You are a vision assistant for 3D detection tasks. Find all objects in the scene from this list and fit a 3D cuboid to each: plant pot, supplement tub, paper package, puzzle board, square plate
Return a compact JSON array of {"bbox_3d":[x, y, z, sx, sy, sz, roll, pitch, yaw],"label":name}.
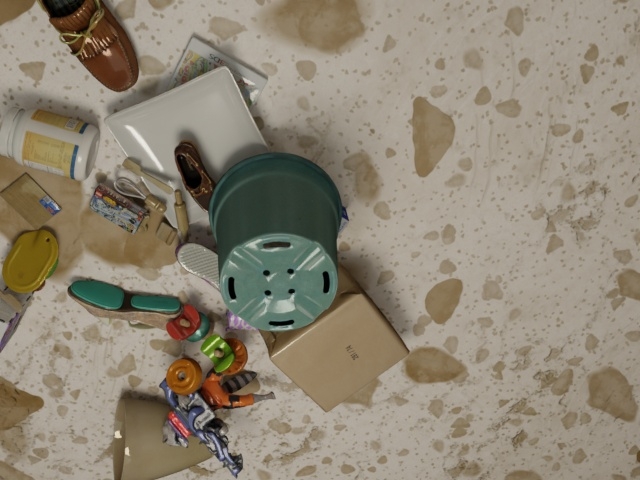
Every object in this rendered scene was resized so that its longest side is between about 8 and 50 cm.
[{"bbox_3d":[-0.099,0.013,1.457,0.342,0.334,0.340,-3,119,-5],"label":"plant pot"},{"bbox_3d":[-0.472,0.606,1.900,0.274,0.256,0.256,5,116,-25],"label":"plant pot"},{"bbox_3d":[-0.654,-0.237,1.520,0.200,0.144,0.144,16,113,-11],"label":"supplement tub"},{"bbox_3d":[0.034,0.274,1.743,0.310,0.168,0.324,-37,128,1],"label":"paper package"},{"bbox_3d":[-0.762,-0.102,1.650,0.096,0.011,0.128,-35,114,10],"label":"puzzle board"},{"bbox_3d":[-0.305,-0.227,1.579,0.344,0.049,0.347,-20,120,13],"label":"square plate"}]

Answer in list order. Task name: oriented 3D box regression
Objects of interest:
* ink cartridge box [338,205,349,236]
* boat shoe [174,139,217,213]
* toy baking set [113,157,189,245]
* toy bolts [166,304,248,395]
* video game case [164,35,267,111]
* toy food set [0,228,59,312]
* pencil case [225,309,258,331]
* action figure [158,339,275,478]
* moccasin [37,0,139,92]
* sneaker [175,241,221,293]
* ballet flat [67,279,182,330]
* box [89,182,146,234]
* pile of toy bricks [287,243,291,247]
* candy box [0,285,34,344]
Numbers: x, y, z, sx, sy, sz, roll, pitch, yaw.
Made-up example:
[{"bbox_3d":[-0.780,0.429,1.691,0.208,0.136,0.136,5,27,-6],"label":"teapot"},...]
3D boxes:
[{"bbox_3d":[0.000,0.000,1.710,0.046,0.097,0.207,30,110,-17],"label":"ink cartridge box"},{"bbox_3d":[-0.310,-0.146,1.560,0.073,0.073,0.206,-18,122,11],"label":"boat shoe"},{"bbox_3d":[-0.438,-0.089,1.626,0.197,0.030,0.256,11,130,7],"label":"toy baking set"},{"bbox_3d":[-0.333,0.311,1.755,0.218,0.228,0.158,-40,157,3],"label":"toy bolts"},{"bbox_3d":[-0.275,-0.355,1.560,0.207,0.026,0.227,27,111,-16],"label":"video game case"},{"bbox_3d":[-0.774,0.075,1.681,0.128,0.071,0.217,30,84,11],"label":"toy food set"},{"bbox_3d":[-0.173,0.230,1.809,0.206,0.086,0.088,7,85,-7],"label":"pencil case"},{"bbox_3d":[-0.298,0.503,1.811,0.330,0.178,0.341,-31,87,-17],"label":"action figure"},{"bbox_3d":[-0.541,-0.507,1.399,0.139,0.147,0.379,-21,115,5],"label":"moccasin"},{"bbox_3d":[-0.272,0.092,1.709,0.282,0.161,0.102,40,77,-17],"label":"sneaker"},{"bbox_3d":[-0.554,0.198,1.760,0.316,0.107,0.106,14,121,-9],"label":"ballet flat"},{"bbox_3d":[-0.531,-0.081,1.636,0.137,0.027,0.094,33,139,-10],"label":"box"},{"bbox_3d":[-0.060,-0.052,1.675,0.118,0.105,0.212,29,109,-17],"label":"pile of toy bricks"},{"bbox_3d":[-0.862,0.221,1.691,0.070,0.196,0.164,28,110,-15],"label":"candy box"}]
